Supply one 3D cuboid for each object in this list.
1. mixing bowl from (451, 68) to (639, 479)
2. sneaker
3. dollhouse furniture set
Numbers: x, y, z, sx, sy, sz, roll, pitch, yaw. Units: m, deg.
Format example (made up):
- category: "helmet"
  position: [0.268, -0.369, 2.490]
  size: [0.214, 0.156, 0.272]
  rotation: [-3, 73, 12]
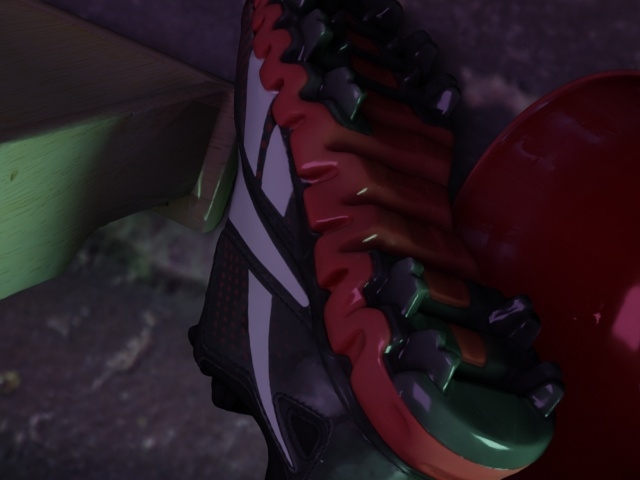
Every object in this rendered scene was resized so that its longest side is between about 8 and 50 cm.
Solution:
- category: "mixing bowl"
  position: [0.131, 0.034, 0.761]
  size: [0.181, 0.098, 0.181]
  rotation: [-29, 52, 44]
- category: "sneaker"
  position: [0.000, 0.000, 0.784]
  size: [0.135, 0.097, 0.276]
  rotation: [-44, 44, 31]
- category: "dollhouse furniture set"
  position: [-0.209, 0.099, 0.827]
  size: [0.362, 0.256, 0.394]
  rotation: [24, 108, 17]
